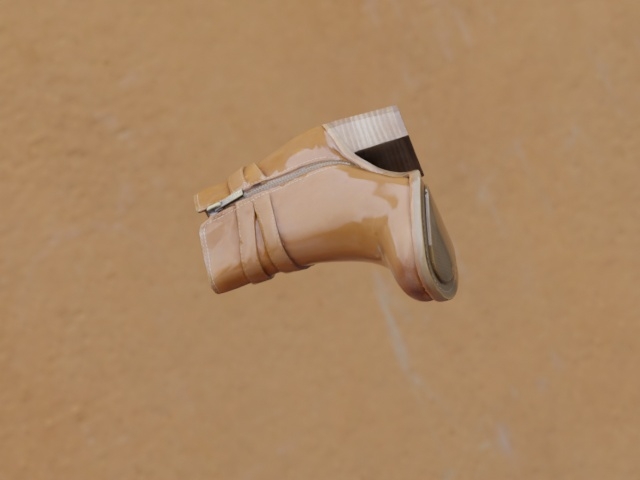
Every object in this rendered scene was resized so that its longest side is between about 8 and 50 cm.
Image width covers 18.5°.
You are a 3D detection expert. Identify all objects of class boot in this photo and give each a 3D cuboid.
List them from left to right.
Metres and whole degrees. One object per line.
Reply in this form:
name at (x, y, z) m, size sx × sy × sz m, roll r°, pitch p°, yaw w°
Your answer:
boot at (0.000, 0.000, 1.237) m, size 0.152 × 0.073 × 0.197 m, roll -22°, pitch 31°, yaw 4°
